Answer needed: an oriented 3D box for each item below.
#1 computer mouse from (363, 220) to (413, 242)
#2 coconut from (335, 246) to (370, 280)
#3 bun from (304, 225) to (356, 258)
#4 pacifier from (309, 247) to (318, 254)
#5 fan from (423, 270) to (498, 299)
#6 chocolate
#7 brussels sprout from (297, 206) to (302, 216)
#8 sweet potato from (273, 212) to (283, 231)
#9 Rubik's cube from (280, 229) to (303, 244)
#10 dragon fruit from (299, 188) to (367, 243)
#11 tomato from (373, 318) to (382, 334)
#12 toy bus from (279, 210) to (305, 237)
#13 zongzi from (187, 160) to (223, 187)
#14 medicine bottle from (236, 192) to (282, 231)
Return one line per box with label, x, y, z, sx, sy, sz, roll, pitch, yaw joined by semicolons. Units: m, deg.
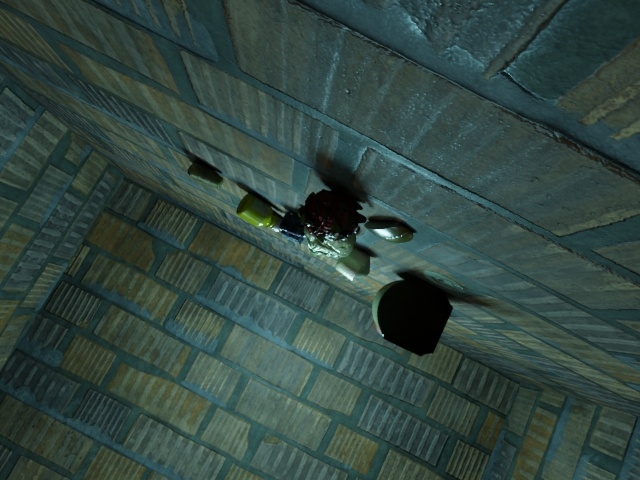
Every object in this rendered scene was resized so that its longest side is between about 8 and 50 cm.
computer mouse;0.222;-0.028;1.446;0.102;0.045;0.199;30;170;-29
coconut;0.158;0.112;2.008;0.153;0.147;0.147;33;170;9
bun;0.032;-0.009;1.756;0.229;0.145;0.229;30;170;6
pacifier;0.000;0.000;2.005;0.150;0.127;0.116;28;148;37
fan;0.556;0.189;1.746;0.329;0.009;0.191;18;166;42
chocolate;0.412;0.337;2.071;0.326;0.314;0.297;23;178;4
brussels sprout;-0.066;-0.101;1.799;0.046;0.051;0.083;-15;145;35
sweet potato;-0.204;-0.081;2.185;0.314;0.072;0.066;31;-176;-31
Rubik's cube;-0.122;-0.046;2.081;0.092;0.092;0.092;24;169;16
dragon fruit;0.032;-0.077;1.364;0.182;0.182;0.188;15;155;49
tomato;0.466;0.452;2.513;0.341;0.273;0.341;27;169;6
toy bus;-0.088;-0.060;1.928;0.199;0.096;0.108;19;171;47
zongzi;-0.514;-0.291;1.958;0.160;0.078;0.176;30;179;-14
medicine bottle;-0.275;-0.120;2.032;0.212;0.122;0.122;33;168;-27
